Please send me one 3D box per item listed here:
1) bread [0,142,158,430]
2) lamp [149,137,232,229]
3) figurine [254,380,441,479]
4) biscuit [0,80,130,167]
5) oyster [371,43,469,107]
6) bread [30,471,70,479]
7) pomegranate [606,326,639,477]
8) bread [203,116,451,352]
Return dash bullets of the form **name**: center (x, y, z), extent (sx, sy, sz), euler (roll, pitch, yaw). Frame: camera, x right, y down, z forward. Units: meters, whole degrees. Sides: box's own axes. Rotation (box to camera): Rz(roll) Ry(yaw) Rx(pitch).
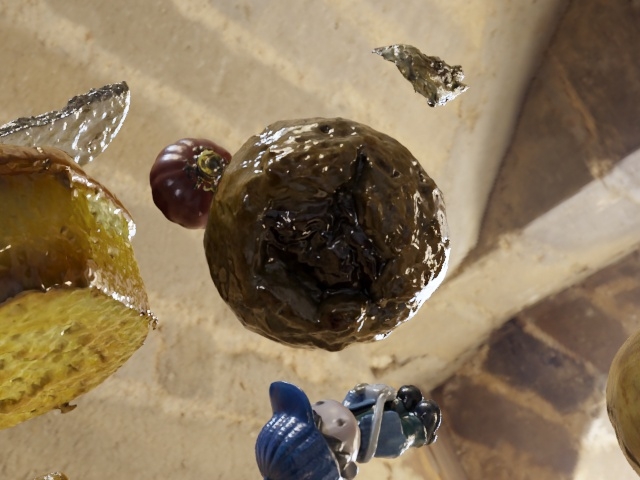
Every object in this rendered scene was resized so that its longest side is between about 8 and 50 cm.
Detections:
- **bread**: center (-0.389, 0.064, 1.081), extent (0.398, 0.398, 0.215), euler (5, -131, -54)
- **lamp**: center (-0.128, -0.059, 0.979), extent (0.101, 0.090, 0.101), euler (12, -119, -23)
- **figurine**: center (0.016, 0.142, 0.668), extent (0.136, 0.080, 0.077), euler (7, -163, -37)
- **biscuit**: center (-0.405, -0.155, 1.461), extent (0.250, 0.133, 0.032), euler (-27, -125, -27)
- **oyster**: center (0.128, -0.215, 1.191), extent (0.108, 0.053, 0.165), euler (36, -162, 18)
- **bread**: center (-0.412, 0.391, 1.428), extent (0.081, 0.083, 0.046), euler (38, -173, 27)
- **pomegranate**: center (0.510, 0.197, 1.153), extent (0.322, 0.322, 0.322), euler (36, -146, -30)
- **bread**: center (0.000, 0.000, 0.852), extent (0.230, 0.230, 0.123), euler (50, -159, -9)
